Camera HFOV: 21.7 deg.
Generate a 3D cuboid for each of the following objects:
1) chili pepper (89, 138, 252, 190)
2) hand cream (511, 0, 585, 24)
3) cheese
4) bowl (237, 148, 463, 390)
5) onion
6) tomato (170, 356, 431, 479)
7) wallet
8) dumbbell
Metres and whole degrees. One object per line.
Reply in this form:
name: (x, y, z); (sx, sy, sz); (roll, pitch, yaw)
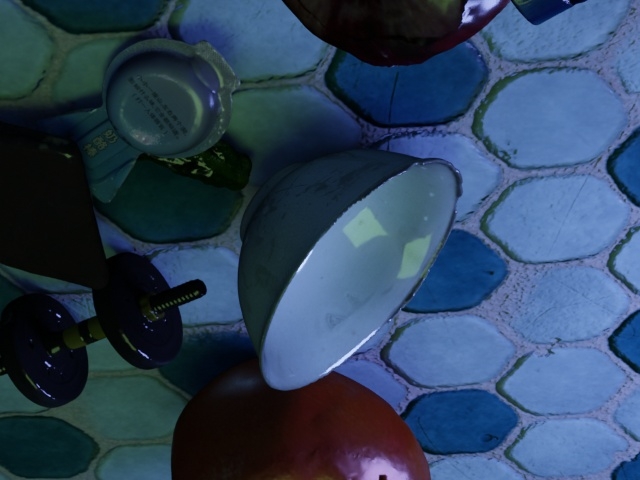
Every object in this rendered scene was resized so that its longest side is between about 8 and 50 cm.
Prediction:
chili pepper: (-0.164, -0.089, 1.820); (0.182, 0.050, 0.073); (6, 150, -5)
hand cream: (0.294, -0.300, 1.568); (0.270, 0.061, 0.120); (-30, 130, 21)
cheese: (-0.184, -0.131, 1.742); (0.244, 0.052, 0.135); (-29, 107, 34)
bowl: (0.000, 0.000, 1.833); (0.313, 0.146, 0.313); (-38, 153, -23)
onion: (0.077, -0.278, 1.473); (0.252, 0.219, 0.252); (8, 107, 27)
tomato: (-0.029, 0.298, 2.149); (0.341, 0.273, 0.341); (-8, 133, -9)
wallet: (-0.327, -0.046, 1.844); (0.182, 0.049, 0.229); (16, 143, 16)
dumbbell: (-0.274, 0.107, 1.991); (0.325, 0.143, 0.143); (-23, 137, 25)
